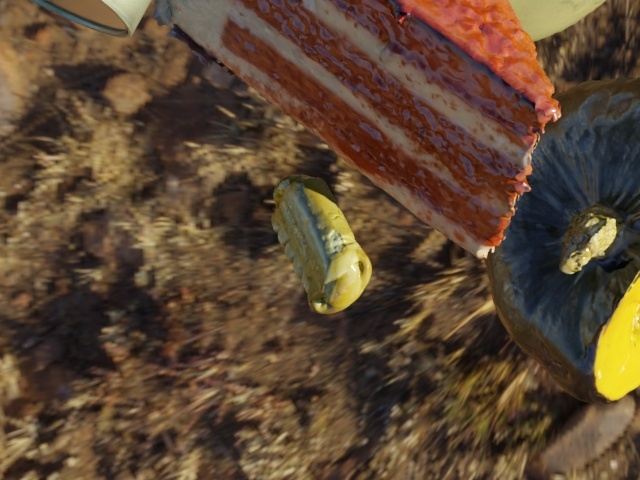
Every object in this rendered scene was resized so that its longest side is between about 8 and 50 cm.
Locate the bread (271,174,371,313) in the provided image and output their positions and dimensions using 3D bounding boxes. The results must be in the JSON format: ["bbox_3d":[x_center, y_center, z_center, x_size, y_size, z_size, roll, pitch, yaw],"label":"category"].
[{"bbox_3d":[0.000,0.000,0.921,0.088,0.034,0.049,61,137,34],"label":"bread"}]

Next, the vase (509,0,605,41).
[{"bbox_3d":[0.183,-0.312,1.192,0.302,0.329,0.241,-19,127,28],"label":"vase"}]

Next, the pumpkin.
[{"bbox_3d":[0.258,-0.023,1.556,0.232,0.242,0.325,29,104,28],"label":"pumpkin"}]

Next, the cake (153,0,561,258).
[{"bbox_3d":[0.054,-0.131,0.917,0.262,0.158,0.159,39,55,18],"label":"cake"}]

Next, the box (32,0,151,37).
[{"bbox_3d":[-0.211,-0.281,1.259,0.226,0.226,0.149,27,85,8],"label":"box"}]
